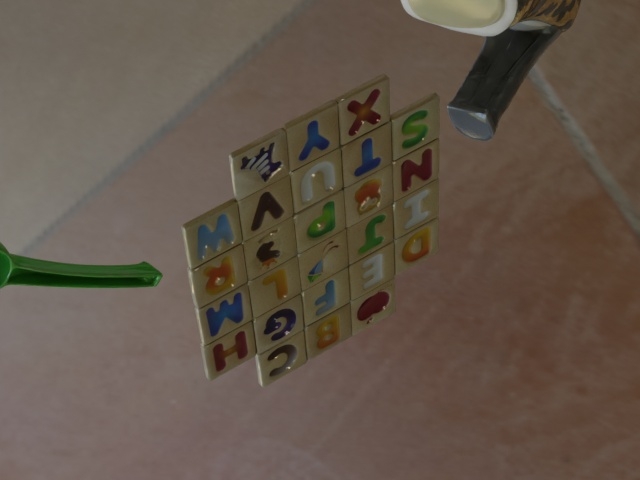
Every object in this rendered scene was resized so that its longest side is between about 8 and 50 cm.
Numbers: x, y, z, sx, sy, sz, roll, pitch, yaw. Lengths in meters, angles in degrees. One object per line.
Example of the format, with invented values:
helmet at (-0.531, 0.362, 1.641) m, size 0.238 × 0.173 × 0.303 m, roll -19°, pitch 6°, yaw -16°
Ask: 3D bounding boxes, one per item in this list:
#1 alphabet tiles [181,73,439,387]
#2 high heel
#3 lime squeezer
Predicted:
alphabet tiles at (0.000, 0.000, 1.549) m, size 0.285 × 0.342 × 0.011 m, roll -29°, pitch 53°, yaw -20°
high heel at (0.136, -0.216, 1.141) m, size 0.093 × 0.261 × 0.186 m, roll 20°, pitch 62°, yaw 21°
lime squeezer at (-0.229, 0.056, 1.022) m, size 0.059 × 0.310 × 0.110 m, roll -38°, pitch 92°, yaw 34°
